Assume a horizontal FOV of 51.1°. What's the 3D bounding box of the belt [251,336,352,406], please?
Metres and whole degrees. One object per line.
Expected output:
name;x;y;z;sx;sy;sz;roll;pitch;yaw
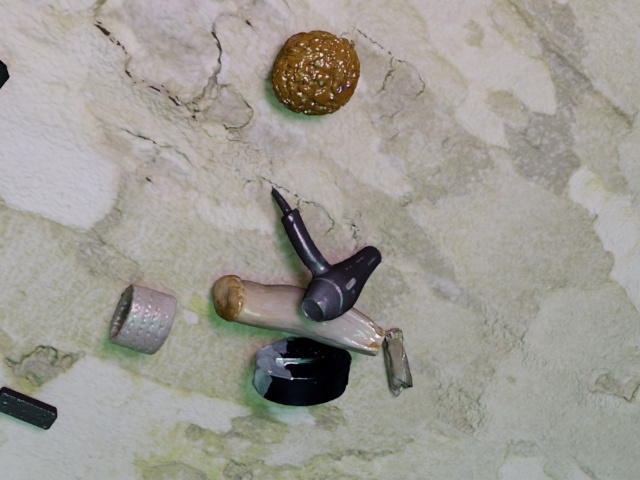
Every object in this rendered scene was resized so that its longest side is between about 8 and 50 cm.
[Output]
belt;-0.039;0.251;1.310;0.199;0.151;0.078;-5;115;-28

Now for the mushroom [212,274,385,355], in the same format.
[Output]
mushroom;-0.037;0.147;1.290;0.352;0.122;0.095;17;112;-20

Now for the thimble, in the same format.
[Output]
thimble;-0.314;0.141;1.190;0.090;0.102;0.115;21;128;-27

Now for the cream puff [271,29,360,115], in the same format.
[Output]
cream puff;-0.004;-0.289;1.160;0.165;0.115;0.150;-40;121;-6

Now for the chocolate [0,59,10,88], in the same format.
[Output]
chocolate;-0.541;-0.246;0.981;0.149;0.080;0.125;6;117;-31

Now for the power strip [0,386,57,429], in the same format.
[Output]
power strip;-0.526;0.299;1.196;0.111;0.029;0.038;36;91;-30

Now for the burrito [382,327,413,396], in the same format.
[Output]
burrito;0.167;0.266;1.460;0.051;0.042;0.171;-21;111;-18

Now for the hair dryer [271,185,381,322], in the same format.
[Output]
hair dryer;0.000;0.000;1.264;0.235;0.091;0.271;-40;102;-47
